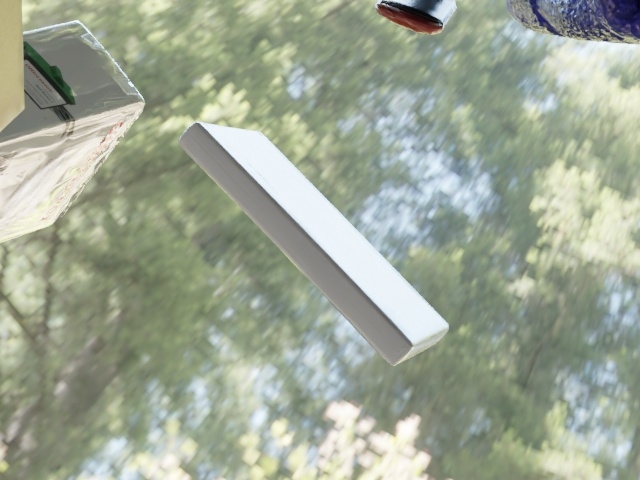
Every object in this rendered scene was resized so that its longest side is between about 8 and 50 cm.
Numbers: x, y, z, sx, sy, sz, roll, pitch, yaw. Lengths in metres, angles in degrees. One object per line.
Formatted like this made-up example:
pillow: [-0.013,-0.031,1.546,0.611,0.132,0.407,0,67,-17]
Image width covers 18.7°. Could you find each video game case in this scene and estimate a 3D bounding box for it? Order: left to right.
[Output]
video game case: [0.000,0.000,1.306,0.201,0.183,0.023,46,-81,7]

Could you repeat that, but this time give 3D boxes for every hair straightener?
hair straightener: [0.082,-0.178,1.156,0.047,0.230,0.089,22,-74,9]

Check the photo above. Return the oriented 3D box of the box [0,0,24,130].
box: [-0.189,-0.096,0.881,0.021,0.164,0.201,23,-44,17]

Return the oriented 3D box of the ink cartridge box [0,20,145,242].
ink cartridge box: [-0.258,-0.065,1.427,0.092,0.219,0.160,51,-56,11]

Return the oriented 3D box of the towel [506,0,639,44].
towel: [0.236,-0.150,1.085,0.227,0.308,0.076,-1,-83,-3]
